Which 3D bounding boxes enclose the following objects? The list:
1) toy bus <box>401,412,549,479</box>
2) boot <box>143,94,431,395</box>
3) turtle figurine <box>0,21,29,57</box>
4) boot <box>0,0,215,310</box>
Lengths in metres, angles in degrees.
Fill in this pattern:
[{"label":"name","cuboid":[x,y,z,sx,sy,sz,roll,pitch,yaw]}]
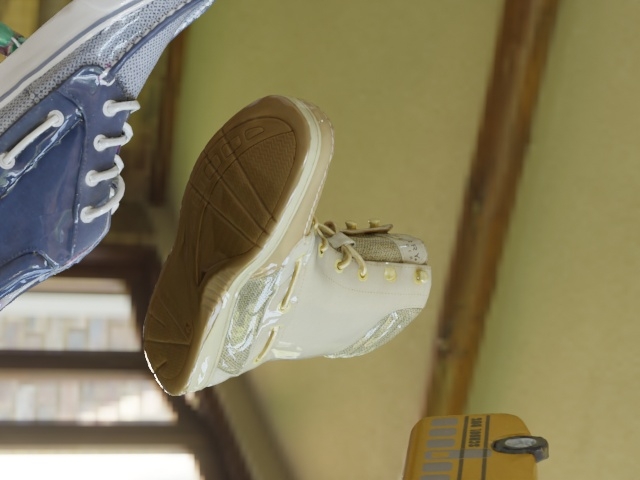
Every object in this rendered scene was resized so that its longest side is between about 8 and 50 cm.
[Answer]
[{"label":"toy bus","cuboid":[0.133,0.243,1.504,0.333,0.130,0.108,-60,147,-77]},{"label":"boot","cuboid":[0.000,0.000,1.274,0.095,0.203,0.262,53,-47,35]},{"label":"turtle figurine","cuboid":[-0.318,-0.161,1.557,0.234,0.175,0.118,97,-15,-48]},{"label":"boot","cuboid":[-0.103,-0.045,0.754,0.086,0.190,0.069,53,3,4]}]
